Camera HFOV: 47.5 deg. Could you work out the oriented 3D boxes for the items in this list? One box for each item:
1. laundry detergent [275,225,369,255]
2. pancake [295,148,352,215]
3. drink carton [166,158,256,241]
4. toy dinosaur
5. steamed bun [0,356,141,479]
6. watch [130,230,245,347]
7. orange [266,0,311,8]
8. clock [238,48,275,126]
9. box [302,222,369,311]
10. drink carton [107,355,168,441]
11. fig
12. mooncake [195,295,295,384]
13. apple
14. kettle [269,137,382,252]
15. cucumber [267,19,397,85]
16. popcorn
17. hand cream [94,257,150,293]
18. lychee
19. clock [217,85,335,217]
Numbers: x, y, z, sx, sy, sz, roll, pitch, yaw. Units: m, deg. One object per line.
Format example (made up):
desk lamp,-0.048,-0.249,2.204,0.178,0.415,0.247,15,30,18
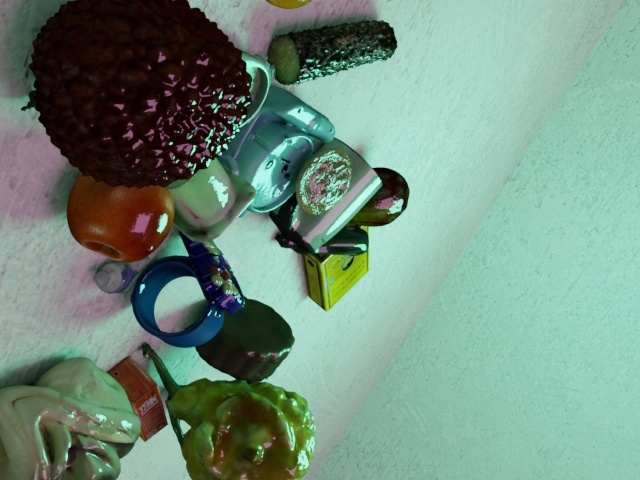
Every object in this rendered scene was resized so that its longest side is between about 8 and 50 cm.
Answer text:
laundry detergent,0.000,0.000,1.787,0.222,0.144,0.078,1,94,-31
pancake,0.006,-0.119,1.490,0.151,0.025,0.151,-27,133,-32
drink carton,-0.219,-0.099,1.242,0.144,0.146,0.142,-48,149,-10
toy dinosaur,-0.352,0.352,1.795,0.087,0.301,0.447,-23,-175,-3
steamed bun,-0.492,0.408,1.335,0.352,0.247,0.339,1,123,-57
watch,-0.263,0.100,1.412,0.200,0.196,0.171,-32,149,-1
orange,-0.043,-0.419,1.110,0.135,0.117,0.135,-36,157,-18
clock,-0.151,-0.252,1.229,0.188,0.060,0.148,-7,130,-60
box,0.048,0.054,2.040,0.193,0.084,0.301,-44,156,-19
drink carton,-0.404,0.356,1.618,0.071,0.096,0.223,-37,154,-28
fig,0.086,-0.098,1.837,0.274,0.145,0.170,-14,165,-21
mooncake,-0.183,0.231,1.693,0.228,0.228,0.124,-11,135,-58
apple,-0.308,-0.041,1.121,0.139,0.163,0.163,-65,160,-12
kettle,-0.003,-0.101,1.608,0.236,0.161,0.221,-47,163,-5
cucumber,0.048,-0.366,1.394,0.359,0.096,0.096,-25,146,-46
popcorn,-0.175,0.457,1.660,0.335,0.274,0.279,-4,115,-9
hand cream,-0.363,0.068,1.333,0.084,0.053,0.142,-55,168,7
lychee,-0.236,-0.195,0.931,0.264,0.300,0.264,0,90,-82
clock,-0.101,-0.154,1.430,0.274,0.094,0.223,-57,156,10
